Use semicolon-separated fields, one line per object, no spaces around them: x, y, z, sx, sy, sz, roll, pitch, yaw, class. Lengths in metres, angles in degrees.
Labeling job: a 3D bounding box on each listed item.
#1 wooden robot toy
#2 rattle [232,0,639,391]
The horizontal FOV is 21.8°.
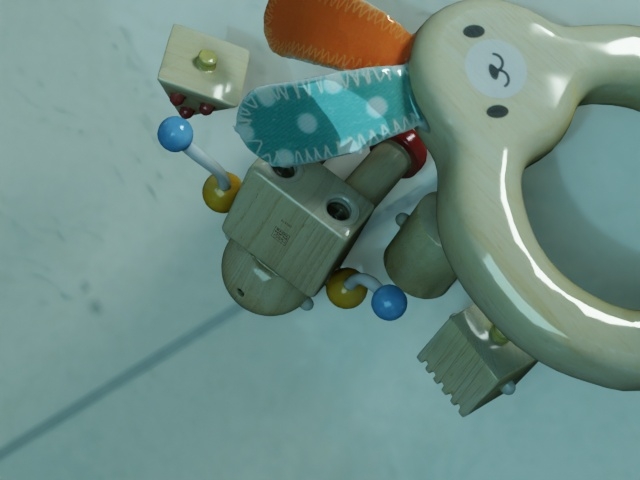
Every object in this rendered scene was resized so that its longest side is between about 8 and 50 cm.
0.000;0.000;0.598;0.173;0.076;0.079;39;138;6;wooden robot toy
0.076;-0.040;0.509;0.200;0.143;0.130;37;84;-2;rattle
